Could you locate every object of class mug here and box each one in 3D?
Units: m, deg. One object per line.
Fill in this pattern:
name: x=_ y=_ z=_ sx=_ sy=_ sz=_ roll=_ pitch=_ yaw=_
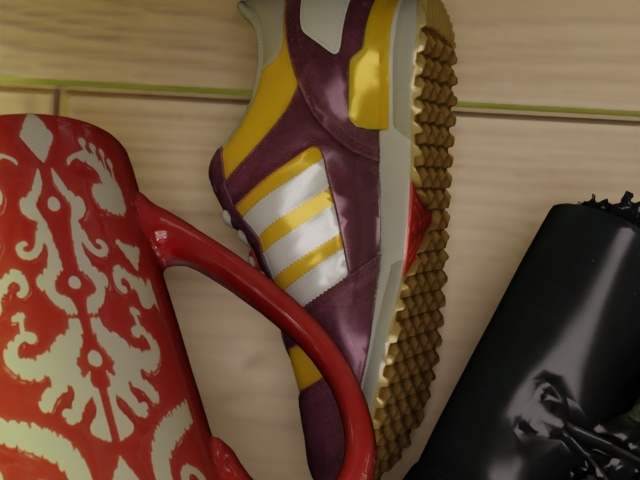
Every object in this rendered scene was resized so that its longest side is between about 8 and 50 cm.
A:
mug: x=-0.075 y=0.053 z=0.419 sx=0.150 sy=0.113 sz=0.169 roll=-3 pitch=63 yaw=-30

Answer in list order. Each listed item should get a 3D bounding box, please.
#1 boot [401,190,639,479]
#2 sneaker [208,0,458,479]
boot: x=0.125 y=0.128 z=0.443 sx=0.246 sy=0.094 sz=0.207 roll=41 pitch=78 yaw=-13
sneaker: x=0.000 y=0.000 z=0.463 sx=0.084 sy=0.069 sz=0.185 roll=7 pitch=93 yaw=20
